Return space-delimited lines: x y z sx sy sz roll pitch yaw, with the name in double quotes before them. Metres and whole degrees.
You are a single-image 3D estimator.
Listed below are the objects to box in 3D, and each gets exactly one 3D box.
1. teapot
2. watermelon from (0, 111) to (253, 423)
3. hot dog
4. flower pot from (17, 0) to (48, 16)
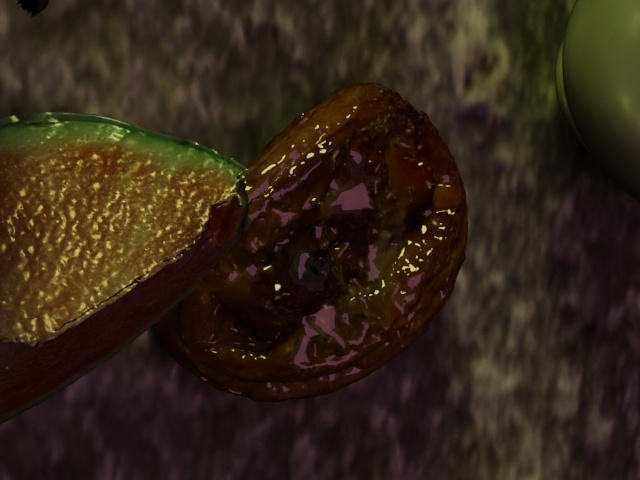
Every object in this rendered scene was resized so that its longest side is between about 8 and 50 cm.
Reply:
"teapot" 0.288 -0.093 1.285 0.318 0.149 0.220 35 73 -28
"watermelon" -0.166 0.000 1.081 0.231 0.128 0.146 -34 78 -14
"hot dog" 0.000 0.001 1.172 0.227 0.099 0.160 -48 116 -17
"flower pot" -0.290 -0.196 0.896 0.259 0.290 0.290 -25 111 -9
